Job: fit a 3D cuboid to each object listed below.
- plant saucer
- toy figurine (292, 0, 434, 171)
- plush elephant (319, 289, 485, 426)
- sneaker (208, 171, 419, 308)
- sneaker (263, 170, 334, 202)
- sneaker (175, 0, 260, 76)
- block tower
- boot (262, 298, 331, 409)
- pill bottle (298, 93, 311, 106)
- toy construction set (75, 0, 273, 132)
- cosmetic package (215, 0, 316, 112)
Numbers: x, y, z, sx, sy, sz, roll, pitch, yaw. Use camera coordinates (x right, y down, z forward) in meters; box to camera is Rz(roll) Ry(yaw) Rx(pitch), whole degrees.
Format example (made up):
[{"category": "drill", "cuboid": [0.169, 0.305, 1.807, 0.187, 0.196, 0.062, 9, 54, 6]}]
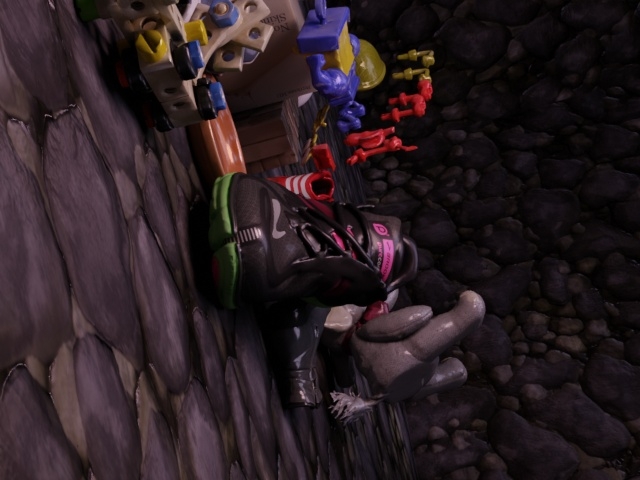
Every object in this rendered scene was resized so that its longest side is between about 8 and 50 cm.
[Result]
[{"category": "plant saucer", "cuboid": [-0.145, -0.133, 1.602, 0.200, 0.037, 0.199, -14, 90, -84]}, {"category": "toy figurine", "cuboid": [0.052, -0.292, 1.765, 0.362, 0.191, 0.217, -70, 146, -52]}, {"category": "plush elephant", "cuboid": [0.106, 0.177, 2.178, 0.255, 0.330, 0.271, 53, -20, 32]}, {"category": "sneaker", "cuboid": [0.000, 0.000, 1.542, 0.483, 0.202, 0.185, 4, 80, -67]}, {"category": "sneaker", "cuboid": [-0.042, -0.054, 1.770, 0.221, 0.128, 0.087, 135, -50, -87]}, {"category": "sneaker", "cuboid": [-0.152, -0.332, 1.595, 0.163, 0.086, 0.226, 35, 44, -44]}, {"category": "block tower", "cuboid": [-0.092, -0.223, 2.005, 0.335, 0.097, 0.091, -88, 162, -62]}, {"category": "boot", "cuboid": [-0.029, 0.172, 1.776, 0.246, 0.084, 0.161, -23, 103, -76]}, {"category": "pill bottle", "cuboid": [-0.068, -0.322, 2.270, 0.221, 0.124, 0.124, -85, 159, -74]}, {"category": "toy construction set", "cuboid": [-0.168, -0.251, 1.276, 0.328, 0.151, 0.215, 34, 40, -63]}, {"category": "cosmetic package", "cuboid": [-0.119, -0.367, 1.821, 0.113, 0.160, 0.309, -95, 167, -48]}]
